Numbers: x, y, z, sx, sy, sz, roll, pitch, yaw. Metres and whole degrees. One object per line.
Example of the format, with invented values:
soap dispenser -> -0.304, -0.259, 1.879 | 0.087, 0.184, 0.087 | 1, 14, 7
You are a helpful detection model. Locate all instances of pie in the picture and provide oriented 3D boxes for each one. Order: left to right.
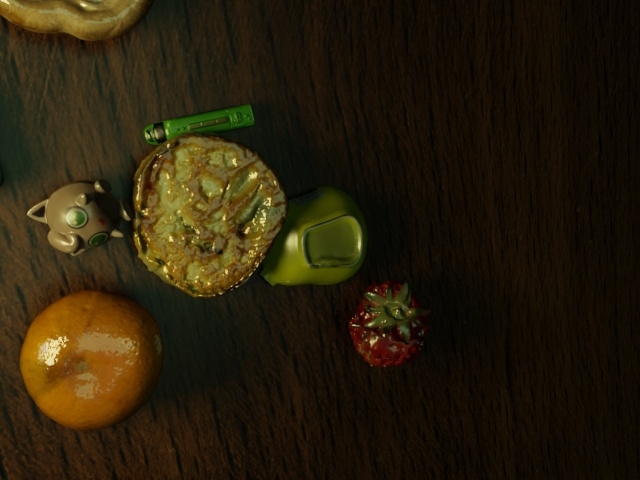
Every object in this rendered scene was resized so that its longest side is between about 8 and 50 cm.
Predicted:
pie -> -0.206, -0.051, 1.057 | 0.315, 0.092, 0.315 | -2, 99, -16

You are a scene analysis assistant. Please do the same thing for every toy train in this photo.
toy train -> -0.230, -0.221, 1.068 | 0.209, 0.042, 0.044 | -18, 103, -24

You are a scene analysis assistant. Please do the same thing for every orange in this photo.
orange -> -0.391, 0.202, 0.965 | 0.240, 0.171, 0.240 | -2, 97, -19

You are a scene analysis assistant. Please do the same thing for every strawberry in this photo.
strawberry -> 0.151, 0.203, 1.253 | 0.184, 0.187, 0.201 | -28, 147, -15

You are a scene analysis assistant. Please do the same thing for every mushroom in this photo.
mushroom -> -0.402, -0.450, 0.895 | 0.278, 0.146, 0.278 | -7, 106, -24

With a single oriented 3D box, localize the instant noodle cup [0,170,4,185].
instant noodle cup -> -0.607, -0.142, 0.869 | 0.157, 0.070, 0.179 | -23, 107, -22

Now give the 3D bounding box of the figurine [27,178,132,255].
figurine -> -0.406, -0.041, 0.956 | 0.138, 0.125, 0.125 | -31, 110, -2

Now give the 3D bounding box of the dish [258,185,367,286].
dish -> 0.000, 0.000, 1.177 | 0.262, 0.108, 0.221 | -9, 99, -26
